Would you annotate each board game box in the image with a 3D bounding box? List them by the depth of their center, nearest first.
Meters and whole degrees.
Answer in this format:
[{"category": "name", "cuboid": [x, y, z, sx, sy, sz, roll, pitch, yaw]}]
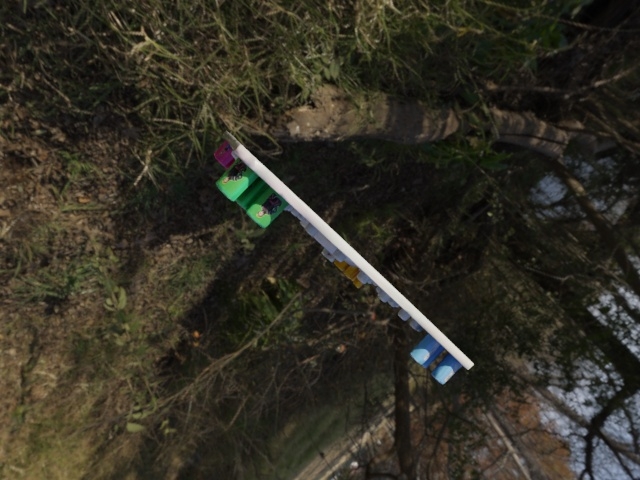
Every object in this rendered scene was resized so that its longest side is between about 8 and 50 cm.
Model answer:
[{"category": "board game box", "cuboid": [0.000, 0.000, 0.638, 0.390, 0.390, 0.050, 42, 93, -21]}]
